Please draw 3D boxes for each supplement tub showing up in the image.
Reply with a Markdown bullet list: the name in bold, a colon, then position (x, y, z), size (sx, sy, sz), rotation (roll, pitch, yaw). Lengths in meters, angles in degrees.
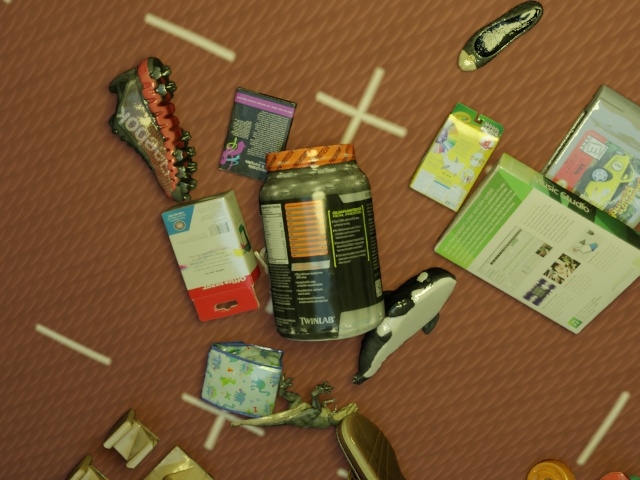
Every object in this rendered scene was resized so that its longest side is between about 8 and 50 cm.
- **supplement tub**: position (0.000, 0.000, 1.421), size (0.207, 0.207, 0.337), rotation (-5, 96, 9)

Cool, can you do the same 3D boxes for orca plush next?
- **orca plush**: position (0.144, 0.150, 1.537), size (0.151, 0.102, 0.287), rotation (4, 125, -40)

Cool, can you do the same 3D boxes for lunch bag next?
- **lunch bag**: position (-0.160, 0.280, 1.586), size (0.151, 0.096, 0.128), rotation (11, 107, -6)

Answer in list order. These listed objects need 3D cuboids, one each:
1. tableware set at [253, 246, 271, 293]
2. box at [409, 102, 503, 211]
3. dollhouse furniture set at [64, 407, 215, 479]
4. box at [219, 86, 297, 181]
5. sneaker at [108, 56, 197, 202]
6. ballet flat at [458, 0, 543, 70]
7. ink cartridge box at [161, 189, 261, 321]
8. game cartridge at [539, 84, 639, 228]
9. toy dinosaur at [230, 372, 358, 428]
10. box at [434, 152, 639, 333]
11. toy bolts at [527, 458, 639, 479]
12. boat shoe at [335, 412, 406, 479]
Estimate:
- **tableware set**: position (-0.041, 0.051, 1.549), size (0.169, 0.020, 0.141), rotation (-28, 100, 14)
- **box**: position (0.252, -0.156, 1.445), size (0.105, 0.043, 0.179), rotation (29, 109, -1)
- **dollhouse furniture set**: position (-0.408, 0.616, 1.683), size (0.362, 0.256, 0.394), rotation (45, 85, -6)
- **box**: position (-0.120, -0.199, 1.487), size (0.116, 0.029, 0.162), rotation (17, 105, 3)
- **sneaker**: position (-0.322, -0.199, 1.477), size (0.135, 0.097, 0.276), rotation (-13, 101, 10)
- **ballet flat**: position (0.315, -0.364, 1.376), size (0.173, 0.049, 0.057), rotation (-38, 96, 15)
- **ink cartridge box**: position (-0.205, 0.031, 1.533), size (0.134, 0.078, 0.231), rotation (-14, 103, 11)
- **game cartridge**: position (0.510, -0.108, 1.420), size (0.196, 0.060, 0.294), rotation (29, 107, -5)
- **toy dinosaur**: position (-0.038, 0.329, 1.547), size (0.268, 0.064, 0.118), rotation (3, 117, -17)
- **box**: position (0.403, 0.012, 1.419), size (0.322, 0.058, 0.232), rotation (30, 131, -3)
- **toy bolts**: position (0.556, 0.527, 1.569), size (0.228, 0.158, 0.218), rotation (-37, 57, 25)
- **boat shoe**: position (0.105, 0.503, 1.598), size (0.123, 0.123, 0.342), rotation (-22, 115, 23)
